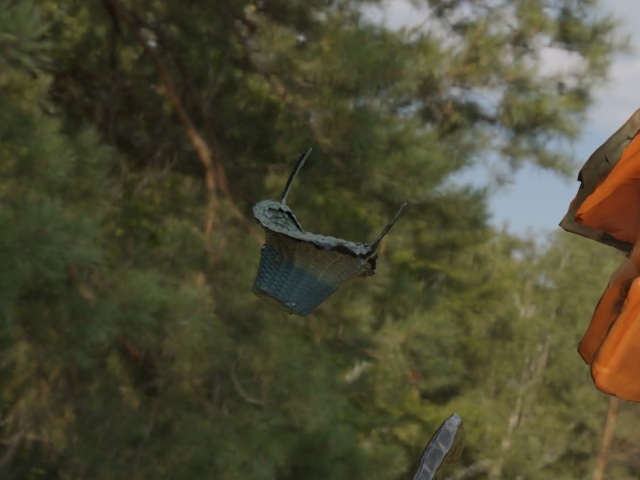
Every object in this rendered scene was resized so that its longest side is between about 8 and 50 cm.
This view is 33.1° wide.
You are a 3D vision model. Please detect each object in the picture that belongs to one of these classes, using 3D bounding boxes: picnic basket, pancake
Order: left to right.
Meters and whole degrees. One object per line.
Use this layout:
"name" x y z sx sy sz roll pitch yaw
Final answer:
"picnic basket" 0.000 0.000 0.556 0.065 0.083 0.083 27 -6 28
"pancake" 0.056 0.206 0.718 0.020 0.190 0.184 21 12 14

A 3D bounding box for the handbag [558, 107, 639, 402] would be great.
"handbag" 0.284 -0.073 0.285 0.304 0.116 0.410 20 -48 -11
